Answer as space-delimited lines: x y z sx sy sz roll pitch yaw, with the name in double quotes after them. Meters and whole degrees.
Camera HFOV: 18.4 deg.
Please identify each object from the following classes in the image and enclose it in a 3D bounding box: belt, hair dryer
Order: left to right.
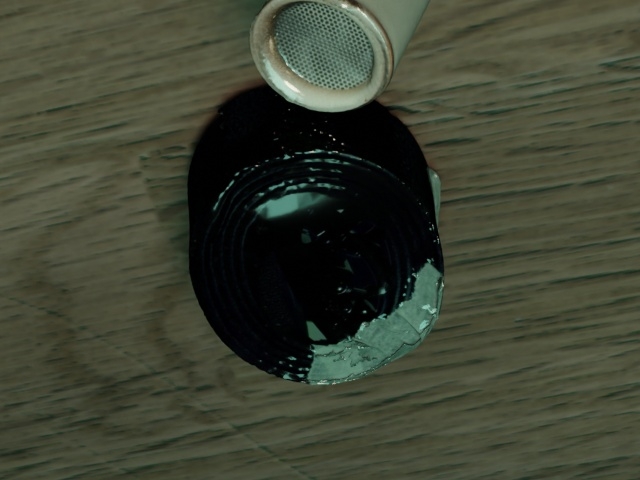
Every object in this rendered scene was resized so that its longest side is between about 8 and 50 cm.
-0.056 -0.161 0.987 0.236 0.131 0.073 23 135 3 "hair dryer"
0.000 0.000 1.158 0.151 0.078 0.198 -10 134 3 "belt"
